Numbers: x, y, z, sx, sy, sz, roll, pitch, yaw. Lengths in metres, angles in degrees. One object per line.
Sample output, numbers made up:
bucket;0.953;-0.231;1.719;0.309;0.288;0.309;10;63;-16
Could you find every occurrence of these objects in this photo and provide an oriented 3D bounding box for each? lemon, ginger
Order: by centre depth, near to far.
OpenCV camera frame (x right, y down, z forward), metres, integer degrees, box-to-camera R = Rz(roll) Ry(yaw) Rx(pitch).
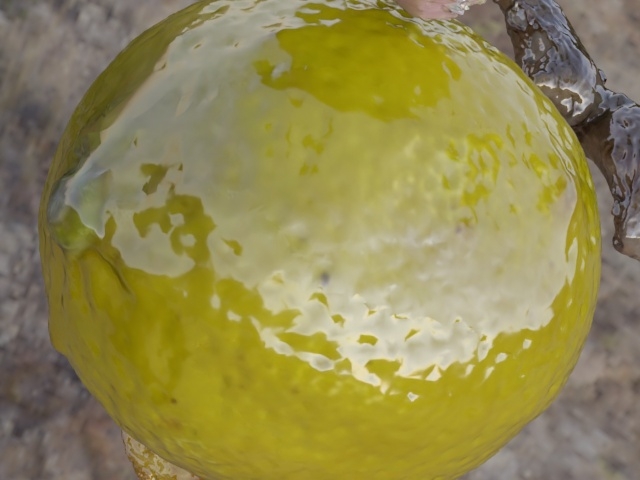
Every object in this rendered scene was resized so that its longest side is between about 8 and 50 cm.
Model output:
lemon;0.002;0.000;1.075;0.336;0.336;0.336;18;35;-14
ginger;0.229;-0.111;1.520;0.122;0.084;0.290;18;39;-56

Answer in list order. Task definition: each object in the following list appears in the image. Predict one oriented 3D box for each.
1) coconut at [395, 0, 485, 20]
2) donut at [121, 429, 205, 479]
coconut;0.088;-0.259;0.961;0.233;0.233;0.245;41;76;19
donut;-0.071;0.119;1.307;0.152;0.152;0.058;41;10;19
